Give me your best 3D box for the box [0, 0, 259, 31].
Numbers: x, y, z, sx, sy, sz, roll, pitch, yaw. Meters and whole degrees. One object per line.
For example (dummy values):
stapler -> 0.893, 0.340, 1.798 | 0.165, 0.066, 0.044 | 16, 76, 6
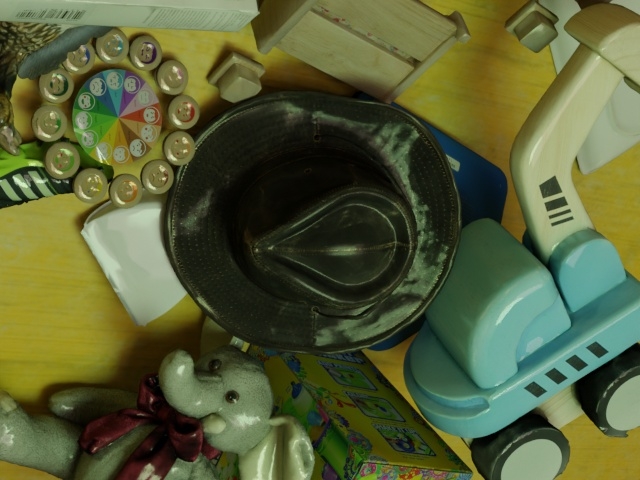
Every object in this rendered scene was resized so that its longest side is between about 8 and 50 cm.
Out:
box -> -0.182, -0.339, 1.039 | 0.232, 0.058, 0.322 | -2, 81, -30

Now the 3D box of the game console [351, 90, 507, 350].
game console -> 0.066, -0.014, 1.534 | 0.293, 0.173, 0.250 | 26, 71, -41

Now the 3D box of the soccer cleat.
soccer cleat -> -0.300, -0.065, 1.261 | 0.178, 0.060, 0.072 | -1, 139, -33

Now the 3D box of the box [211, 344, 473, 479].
box -> -0.010, 0.314, 1.521 | 0.177, 0.279, 0.290 | 13, 111, -37

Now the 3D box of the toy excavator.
toy excavator -> 0.257, 0.014, 1.405 | 0.433, 0.222, 0.445 | -33, 126, -3

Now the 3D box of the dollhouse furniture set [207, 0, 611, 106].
dollhouse furniture set -> 0.089, -0.274, 1.373 | 0.303, 0.174, 0.355 | 23, 128, -39

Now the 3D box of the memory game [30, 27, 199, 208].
memory game -> -0.206, -0.124, 1.260 | 0.186, 0.012, 0.186 | -3, 96, -32

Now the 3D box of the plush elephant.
plush elephant -> -0.159, 0.215, 1.383 | 0.255, 0.272, 0.330 | -52, 146, 9

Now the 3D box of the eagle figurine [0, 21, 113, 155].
eagle figurine -> -0.256, -0.229, 1.112 | 0.226, 0.225, 0.298 | 108, 5, -63

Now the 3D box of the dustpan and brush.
dustpan and brush -> -0.148, -0.017, 1.387 | 0.211, 0.060, 0.147 | -29, 117, -6

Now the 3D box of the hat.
hat -> 0.000, 0.000, 1.309 | 0.331, 0.134, 0.331 | -2, 107, -6

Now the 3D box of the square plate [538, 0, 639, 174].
square plate -> 0.450, -0.290, 1.590 | 0.344, 0.049, 0.347 | -33, 130, -11
